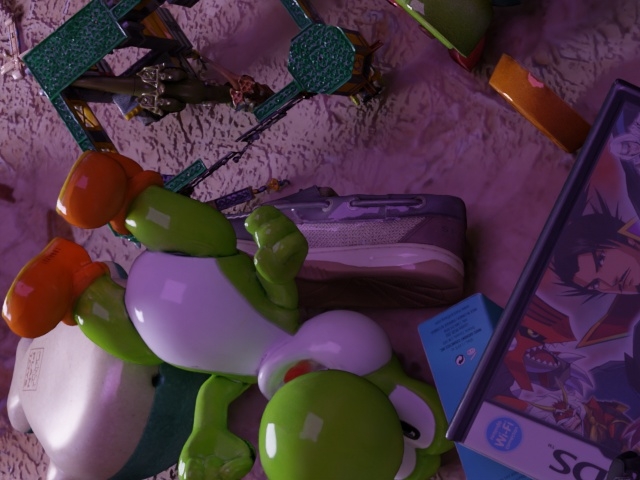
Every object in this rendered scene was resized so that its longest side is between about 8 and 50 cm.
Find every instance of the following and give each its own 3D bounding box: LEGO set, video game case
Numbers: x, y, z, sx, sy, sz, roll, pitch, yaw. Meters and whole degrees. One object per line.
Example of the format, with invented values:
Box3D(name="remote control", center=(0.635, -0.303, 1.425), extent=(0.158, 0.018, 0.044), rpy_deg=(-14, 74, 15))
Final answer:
Box3D(name="LEGO set", center=(-0.094, -0.156, 1.584), extent=(0.331, 0.192, 0.255), rpy_deg=(-45, 80, 15))
Box3D(name="video game case", center=(0.252, 0.066, 1.157), extent=(0.248, 0.035, 0.275), rpy_deg=(25, 104, 5))

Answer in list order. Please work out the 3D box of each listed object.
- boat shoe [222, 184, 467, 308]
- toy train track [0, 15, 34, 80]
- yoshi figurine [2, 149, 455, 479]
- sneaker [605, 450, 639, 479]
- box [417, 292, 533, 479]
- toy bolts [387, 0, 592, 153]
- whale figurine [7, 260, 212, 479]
Box3D(name="boat shoe", center=(0.000, 0.000, 1.463), extent=(0.285, 0.103, 0.092), rpy_deg=(1, 62, 35))
Box3D(name="toy train track", center=(-0.331, -0.208, 1.843), extent=(0.048, 0.014, 0.083), rpy_deg=(-28, 55, 22))
Box3D(name="yoshi figurine", center=(-0.063, 0.087, 1.320), extent=(0.362, 0.203, 0.203), rpy_deg=(30, 63, 3))
Box3D(name="sneaker", center=(0.283, 0.184, 1.108), extent=(0.234, 0.078, 0.106), rpy_deg=(8, 88, -8))
Box3D(name="box", center=(0.151, 0.165, 1.274), extent=(0.060, 0.100, 0.244), rpy_deg=(-31, 55, 20))
Box3D(name="toy bolts", center=(0.169, -0.204, 1.402), extent=(0.158, 0.218, 0.228), rpy_deg=(-49, 15, 6))
Box3D(name="whale figurine", center=(-0.189, 0.128, 1.535), extent=(0.272, 0.141, 0.216), rpy_deg=(-11, 69, 58))
